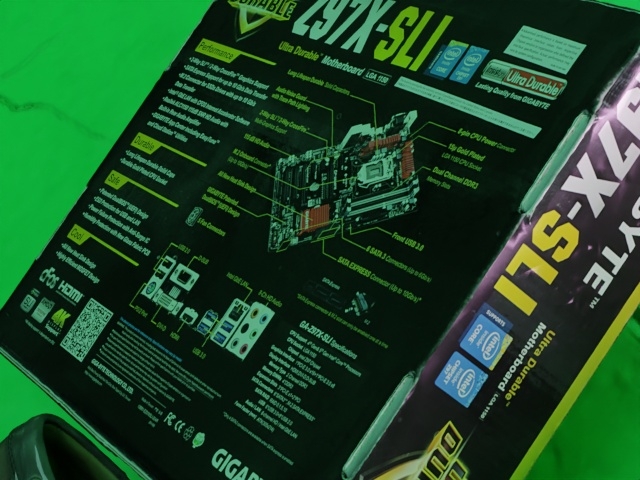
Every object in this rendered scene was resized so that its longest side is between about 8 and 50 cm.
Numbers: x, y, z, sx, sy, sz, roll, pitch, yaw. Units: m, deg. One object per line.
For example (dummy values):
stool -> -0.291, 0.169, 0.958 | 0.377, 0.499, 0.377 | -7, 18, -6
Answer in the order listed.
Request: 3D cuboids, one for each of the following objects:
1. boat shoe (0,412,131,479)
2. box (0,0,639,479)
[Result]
boat shoe -> -0.068, 0.168, 0.773 | 0.223, 0.080, 0.073 | 45, 124, 9
box -> 0.000, 0.000, 0.797 | 0.257, 0.079, 0.322 | -55, 33, -6
